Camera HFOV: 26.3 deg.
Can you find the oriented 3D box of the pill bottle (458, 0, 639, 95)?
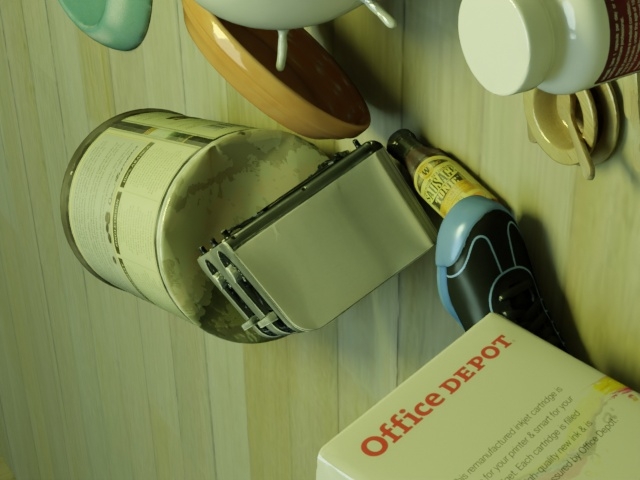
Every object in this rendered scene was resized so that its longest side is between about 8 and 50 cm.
[{"bbox_3d":[0.159,-0.133,0.782,0.086,0.152,0.086,43,143,44],"label":"pill bottle"}]

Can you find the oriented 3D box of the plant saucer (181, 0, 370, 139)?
[{"bbox_3d":[-0.043,-0.152,1.146,0.037,0.200,0.200,-47,57,18],"label":"plant saucer"}]

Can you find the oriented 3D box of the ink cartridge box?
[{"bbox_3d":[0.154,0.221,0.908,0.270,0.198,0.197,30,136,31],"label":"ink cartridge box"}]

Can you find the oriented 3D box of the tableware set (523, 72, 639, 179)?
[{"bbox_3d":[0.157,-0.138,0.915,0.128,0.039,0.194,24,129,57],"label":"tableware set"}]

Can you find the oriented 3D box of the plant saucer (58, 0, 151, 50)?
[{"bbox_3d":[-0.289,-0.378,1.641,0.317,0.043,0.318,42,143,44],"label":"plant saucer"}]

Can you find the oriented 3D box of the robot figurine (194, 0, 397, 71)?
[{"bbox_3d":[-0.043,-0.309,1.006,0.300,0.199,0.354,-12,97,58],"label":"robot figurine"}]

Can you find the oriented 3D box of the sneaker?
[{"bbox_3d":[0.154,0.078,1.038,0.090,0.081,0.232,21,133,54],"label":"sneaker"}]

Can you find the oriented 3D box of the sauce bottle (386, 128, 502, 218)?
[{"bbox_3d":[0.097,-0.046,1.097,0.128,0.042,0.042,45,145,40],"label":"sauce bottle"}]

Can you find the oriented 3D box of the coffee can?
[{"bbox_3d":[-0.121,-0.023,1.364,0.275,0.201,0.202,17,123,60],"label":"coffee can"}]

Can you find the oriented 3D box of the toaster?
[{"bbox_3d":[0.000,0.000,1.161,0.110,0.185,0.168,55,165,-3],"label":"toaster"}]
